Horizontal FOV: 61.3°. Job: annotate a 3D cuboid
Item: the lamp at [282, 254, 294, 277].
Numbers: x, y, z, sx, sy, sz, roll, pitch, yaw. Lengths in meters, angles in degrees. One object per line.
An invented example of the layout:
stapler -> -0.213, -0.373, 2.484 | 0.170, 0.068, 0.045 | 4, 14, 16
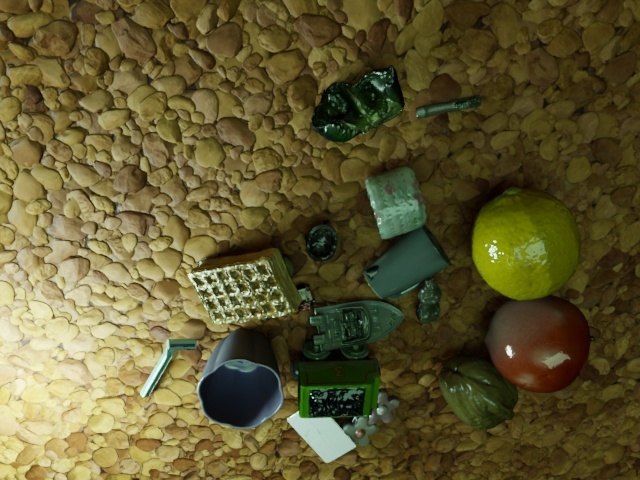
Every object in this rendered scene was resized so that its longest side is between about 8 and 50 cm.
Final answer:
lamp -> -0.118, 0.128, 1.685 | 0.090, 0.091, 0.163 | -12, 106, 0

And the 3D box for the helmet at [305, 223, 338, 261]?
helmet -> 0.000, 0.000, 1.659 | 0.098, 0.070, 0.123 | 2, 107, -13

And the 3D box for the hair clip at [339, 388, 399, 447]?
hair clip -> 0.174, 0.649, 1.964 | 0.257, 0.075, 0.146 | -42, 106, 8

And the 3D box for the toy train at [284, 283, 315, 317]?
toy train -> -0.089, 0.194, 1.748 | 0.137, 0.050, 0.087 | -15, 110, 3

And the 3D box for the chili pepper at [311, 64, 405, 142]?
chili pepper -> 0.099, -0.372, 1.496 | 0.264, 0.116, 0.148 | -28, 125, 7

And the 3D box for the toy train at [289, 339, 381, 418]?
toy train -> 0.056, 0.449, 1.766 | 0.307, 0.249, 0.174 | 0, 115, -6

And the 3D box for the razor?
razor -> -0.529, 0.421, 1.806 | 0.111, 0.056, 0.278 | 12, 124, -49

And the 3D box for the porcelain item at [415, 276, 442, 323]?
porcelain item -> 0.351, 0.181, 1.724 | 0.081, 0.069, 0.216 | -15, 142, -6

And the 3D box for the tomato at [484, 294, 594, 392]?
tomato -> 0.694, 0.325, 1.743 | 0.321, 0.321, 0.322 | -2, 114, -5

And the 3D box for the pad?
pad -> 0.003, 0.693, 1.949 | 0.156, 0.004, 0.232 | -39, 96, 25

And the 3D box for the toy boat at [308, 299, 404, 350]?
toy boat -> 0.122, 0.269, 1.765 | 0.319, 0.092, 0.141 | -8, 86, -11

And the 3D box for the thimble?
thimble -> 0.221, -0.106, 1.581 | 0.149, 0.185, 0.211 | -17, 148, 4

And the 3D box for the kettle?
kettle -> 0.275, 0.084, 1.700 | 0.243, 0.160, 0.210 | -36, 141, 17

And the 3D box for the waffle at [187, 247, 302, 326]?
waffle -> -0.227, 0.141, 1.629 | 0.307, 0.091, 0.213 | -11, 117, 25

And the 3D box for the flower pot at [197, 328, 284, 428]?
flower pot -> -0.243, 0.418, 1.726 | 0.265, 0.243, 0.265 | -1, 114, -2

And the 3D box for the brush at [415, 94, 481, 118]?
brush -> 0.370, -0.382, 1.552 | 0.190, 0.027, 0.034 | -11, 112, 0

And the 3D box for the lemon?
lemon -> 0.601, 0.012, 1.600 | 0.335, 0.336, 0.336 | -2, 114, -5

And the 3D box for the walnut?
walnut -> 0.539, 0.514, 1.847 | 0.283, 0.283, 0.227 | 39, 79, -19
